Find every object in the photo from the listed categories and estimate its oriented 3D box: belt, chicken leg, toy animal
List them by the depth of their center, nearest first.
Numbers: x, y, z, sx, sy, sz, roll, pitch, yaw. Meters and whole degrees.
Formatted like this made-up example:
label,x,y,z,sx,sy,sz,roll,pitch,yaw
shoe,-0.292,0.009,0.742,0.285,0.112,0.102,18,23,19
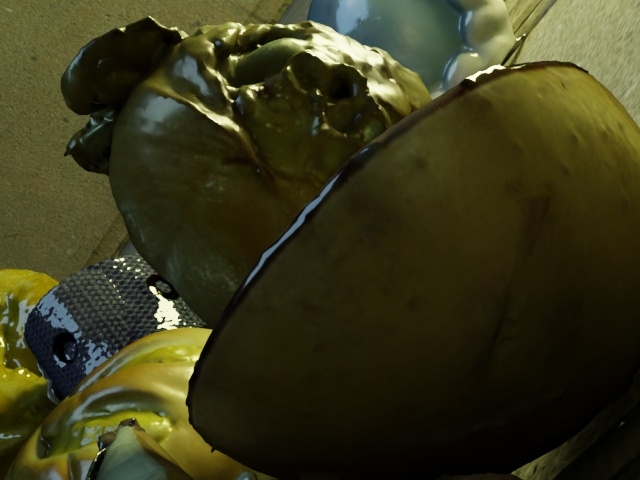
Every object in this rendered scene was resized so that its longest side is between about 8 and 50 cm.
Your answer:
label,x,y,z,sx,sy,sz,roll,pitch,yaw
chicken leg,0.000,0.000,1.035,0.429,0.201,0.153,57,-158,-73
belt,-0.125,0.075,1.486,0.230,0.126,0.140,-4,-44,-47
toy animal,0.054,-0.153,1.491,0.204,0.156,0.208,-56,6,2

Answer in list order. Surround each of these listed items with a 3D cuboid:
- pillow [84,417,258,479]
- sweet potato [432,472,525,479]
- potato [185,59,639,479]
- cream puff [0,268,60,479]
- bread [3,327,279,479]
label,x,y,z,sx,sy,sz,roll,pitch,yaw
pillow,-0.065,0.247,0.858,0.312,0.119,0.310,176,97,-76
sweet potato,0.076,0.144,0.680,0.109,0.109,0.385,-62,10,-9
potato,0.067,0.043,0.828,0.239,0.116,0.299,-44,-19,13
cream puff,-0.212,0.161,1.593,0.270,0.323,0.274,-9,60,51
bread,-0.146,0.199,1.311,0.333,0.160,0.333,-52,-7,-9
